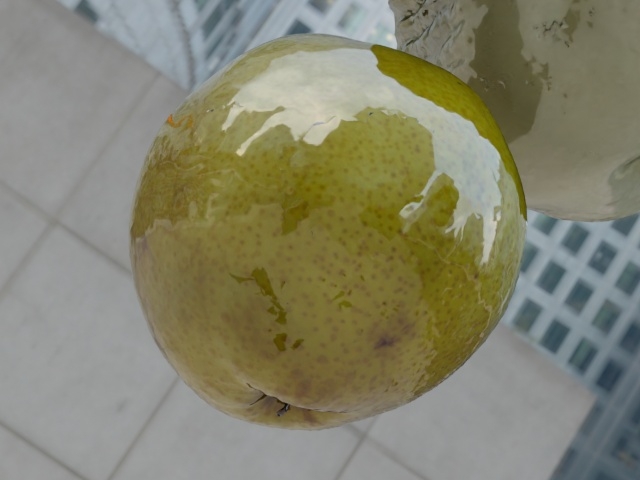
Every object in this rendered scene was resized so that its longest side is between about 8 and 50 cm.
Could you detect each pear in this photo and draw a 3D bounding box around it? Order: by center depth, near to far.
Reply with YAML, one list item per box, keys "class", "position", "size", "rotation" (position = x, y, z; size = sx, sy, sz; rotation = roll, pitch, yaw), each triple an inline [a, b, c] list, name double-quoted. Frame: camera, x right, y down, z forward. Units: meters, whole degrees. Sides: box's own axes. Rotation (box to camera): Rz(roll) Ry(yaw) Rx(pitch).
- class: "pear"
  position: [0.000, 0.000, 0.731]
  size: [0.209, 0.209, 0.209]
  rotation: [32, -13, 8]

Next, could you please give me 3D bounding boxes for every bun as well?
- class: "bun"
  position: [0.160, -0.200, 0.890]
  size: [0.234, 0.362, 0.326]
  rotation: [-3, -28, 0]
